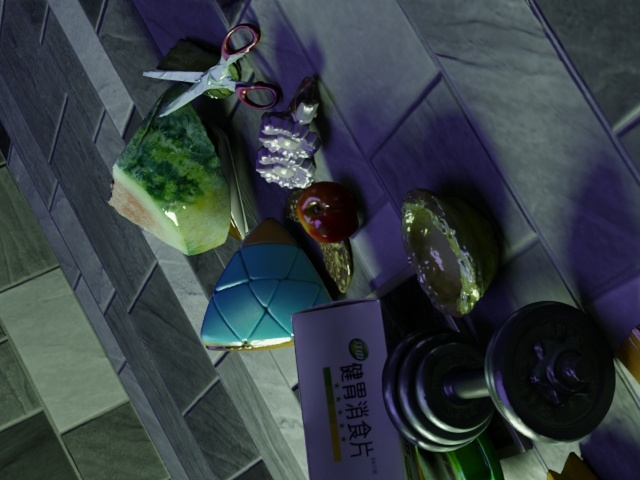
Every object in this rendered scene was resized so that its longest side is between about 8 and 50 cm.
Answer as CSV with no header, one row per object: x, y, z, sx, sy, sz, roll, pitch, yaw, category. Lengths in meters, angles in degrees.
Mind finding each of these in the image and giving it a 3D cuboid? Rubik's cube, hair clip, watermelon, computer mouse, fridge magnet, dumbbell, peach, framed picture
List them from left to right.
-0.268,-0.131,2.314,0.232,0.193,0.310,13,145,37,watermelon
-0.195,-0.107,2.396,0.126,0.056,0.245,35,144,49,computer mouse
-0.062,0.080,2.208,0.254,0.254,0.254,45,149,37,Rubik's cube
-0.048,-0.156,2.029,0.106,0.084,0.292,17,150,-1,hair clip
0.013,-0.044,1.991,0.101,0.101,0.100,45,149,37,peach
0.188,0.195,1.951,0.324,0.020,0.240,62,155,5,framed picture
0.208,0.330,1.903,0.208,0.088,0.208,161,90,-72,fridge magnet
0.223,0.184,1.664,0.406,0.179,0.179,-22,93,63,dumbbell

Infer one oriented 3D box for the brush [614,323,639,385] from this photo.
0.453,0.246,1.462,0.336,0.020,0.085,55,154,21,brush

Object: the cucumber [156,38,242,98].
-0.211,-0.298,2.235,0.062,0.078,0.211,39,174,-32,cucumber

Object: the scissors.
-0.186,-0.267,2.114,0.248,0.017,0.144,-10,107,32,scissors

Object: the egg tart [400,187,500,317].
0.175,0.009,1.730,0.197,0.078,0.197,48,151,37,egg tart

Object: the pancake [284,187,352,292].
0.000,0.000,2.145,0.184,0.020,0.190,0,112,63,pancake

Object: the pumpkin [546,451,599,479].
0.363,0.429,1.688,0.254,0.130,0.149,49,151,29,pumpkin

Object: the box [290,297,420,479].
0.055,0.270,1.884,0.173,0.145,0.332,56,-156,-65,box

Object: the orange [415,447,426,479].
0.103,0.347,2.069,0.240,0.171,0.240,166,90,-78,orange
